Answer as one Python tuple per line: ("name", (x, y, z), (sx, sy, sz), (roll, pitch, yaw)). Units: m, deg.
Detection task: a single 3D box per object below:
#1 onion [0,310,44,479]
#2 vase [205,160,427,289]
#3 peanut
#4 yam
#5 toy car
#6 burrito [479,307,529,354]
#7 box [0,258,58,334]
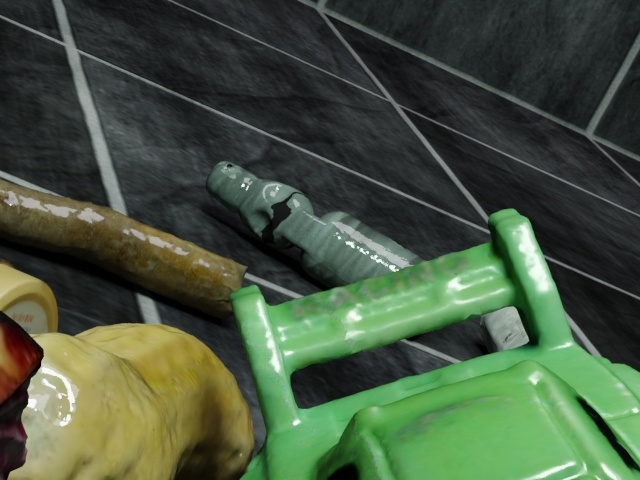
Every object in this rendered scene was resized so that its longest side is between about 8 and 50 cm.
("onion", (-0.208, 0.089, 0.498), (0.207, 0.216, 0.206), (27, 35, 15))
("vase", (0.000, 0.000, 1.515), (0.211, 0.060, 0.060), (31, 14, 12))
("peanut", (-0.101, 0.092, 0.873), (0.101, 0.117, 0.263), (15, 7, 16))
("yam", (-0.197, -0.020, 1.244), (0.327, 0.045, 0.045), (22, -15, -22))
("toy car", (0.070, 0.136, 0.737), (0.213, 0.176, 0.358), (-15, 21, -2))
("burrito", (0.171, 0.097, 1.495), (0.064, 0.064, 0.203), (23, 15, -18))
("box", (-0.162, 0.059, 0.882), (0.037, 0.105, 0.105), (22, 11, 18))
